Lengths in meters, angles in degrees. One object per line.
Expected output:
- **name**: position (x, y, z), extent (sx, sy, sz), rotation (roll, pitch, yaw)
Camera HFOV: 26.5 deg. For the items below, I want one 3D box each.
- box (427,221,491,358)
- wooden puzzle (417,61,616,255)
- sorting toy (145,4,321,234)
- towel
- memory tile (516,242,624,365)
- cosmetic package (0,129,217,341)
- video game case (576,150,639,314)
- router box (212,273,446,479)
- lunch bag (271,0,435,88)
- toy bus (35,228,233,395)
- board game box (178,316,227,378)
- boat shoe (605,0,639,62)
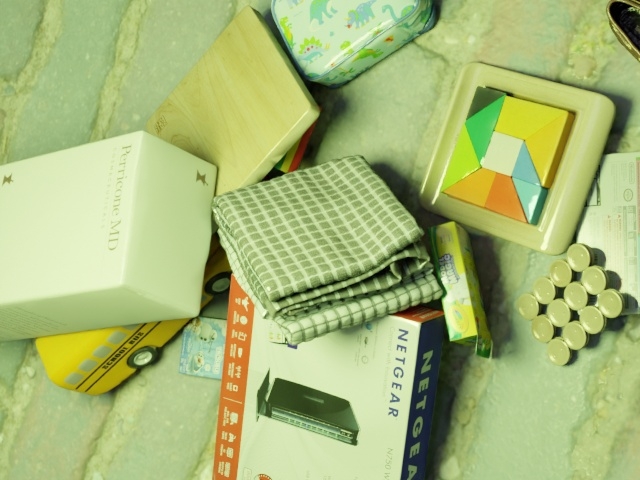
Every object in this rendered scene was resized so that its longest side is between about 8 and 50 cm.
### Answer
- **box**: position (0.190, 0.071, 1.828), extent (0.043, 0.105, 0.179), rotation (-16, 77, 15)
- **wooden puzzle**: position (0.256, -0.116, 1.836), extent (0.239, 0.044, 0.221), rotation (22, 95, 36)
- **sorting toy**: position (-0.113, -0.167, 2.004), extent (0.255, 0.089, 0.257), rotation (-47, 47, 20)
- **towel**: position (0.000, 0.000, 1.821), extent (0.283, 0.235, 0.121), rotation (-127, 24, -54)
- **memory tile**: position (0.325, 0.083, 1.780), extent (0.113, 0.012, 0.148), rotation (58, 132, 22)
- **cosmetic package**: position (-0.377, 0.006, 1.978), extent (0.453, 0.161, 0.230), rotation (-10, 66, 37)
- **video game case**: position (0.425, -0.011, 1.756), extent (0.193, 0.023, 0.212), rotation (-4, 82, 29)
- **router box**: position (0.005, 0.227, 1.888), extent (0.301, 0.082, 0.335), rotation (13, 104, 29)
- **lunch bag**: position (0.046, -0.340, 1.963), extent (0.219, 0.090, 0.176), rotation (-33, 71, 22)
- **toy bus**: position (-0.271, 0.090, 2.055), extent (0.333, 0.130, 0.108), rotation (-43, 52, 18)
- **board game box**: position (-0.170, 0.162, 2.067), extent (0.090, 0.020, 0.090), rotation (4, 86, 29)
- **boat shoe**: position (0.445, -0.238, 1.743), extent (0.207, 0.073, 0.073), rotation (44, 104, 24)
